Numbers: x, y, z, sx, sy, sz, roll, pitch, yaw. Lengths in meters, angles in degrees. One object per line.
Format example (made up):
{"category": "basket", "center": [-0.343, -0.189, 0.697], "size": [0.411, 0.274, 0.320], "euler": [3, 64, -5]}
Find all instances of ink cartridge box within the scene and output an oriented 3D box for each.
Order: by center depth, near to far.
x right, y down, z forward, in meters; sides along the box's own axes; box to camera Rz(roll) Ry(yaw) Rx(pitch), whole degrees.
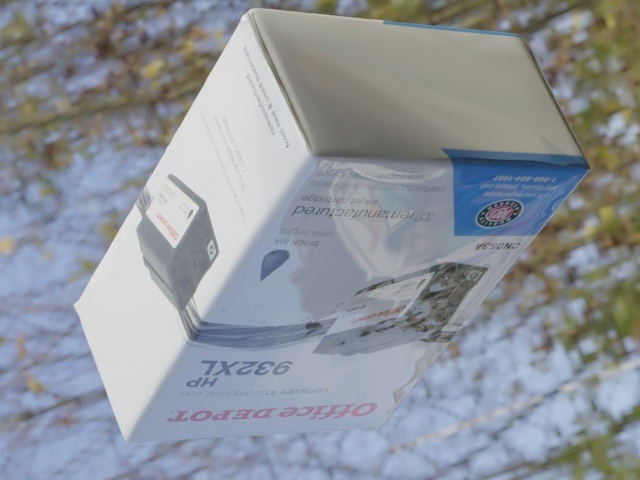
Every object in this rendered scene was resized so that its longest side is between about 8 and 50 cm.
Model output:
{"category": "ink cartridge box", "center": [0.000, 0.000, 1.322], "size": [0.223, 0.307, 0.129], "euler": [0, -129, -33]}
